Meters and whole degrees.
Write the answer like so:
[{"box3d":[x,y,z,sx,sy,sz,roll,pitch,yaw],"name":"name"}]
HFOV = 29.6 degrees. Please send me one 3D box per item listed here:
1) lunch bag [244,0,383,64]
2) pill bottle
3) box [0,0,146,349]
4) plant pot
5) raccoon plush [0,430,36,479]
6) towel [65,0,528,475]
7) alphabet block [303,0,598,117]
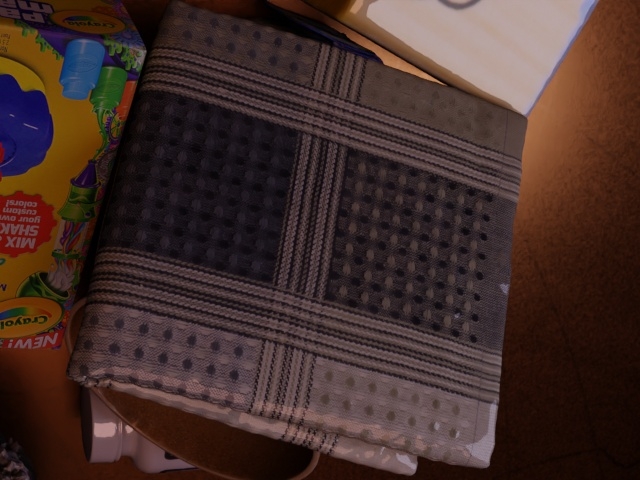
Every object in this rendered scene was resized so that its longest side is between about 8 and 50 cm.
[{"box3d":[-0.035,-0.154,1.058,0.151,0.129,0.096,-12,114,-15],"name":"lunch bag"},{"box3d":[-0.127,0.166,1.158,0.193,0.108,0.108,-1,110,-20],"name":"pill bottle"},{"box3d":[-0.321,-0.082,0.909,0.290,0.177,0.279,4,123,-28],"name":"box"},{"box3d":[-0.056,0.041,1.060,0.237,0.237,0.254,54,48,-27],"name":"plant pot"},{"box3d":[-0.358,0.364,1.036,0.299,0.216,0.446,-29,120,-34],"name":"raccoon plush"},{"box3d":[0.000,0.000,0.915,0.324,0.056,0.312,16,67,-15],"name":"towel"},{"box3d":[0.108,-0.241,1.040,0.197,0.193,0.192,27,98,-26],"name":"alphabet block"}]
